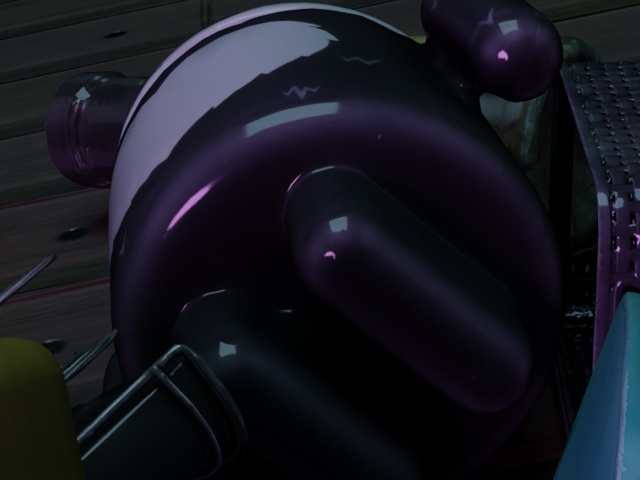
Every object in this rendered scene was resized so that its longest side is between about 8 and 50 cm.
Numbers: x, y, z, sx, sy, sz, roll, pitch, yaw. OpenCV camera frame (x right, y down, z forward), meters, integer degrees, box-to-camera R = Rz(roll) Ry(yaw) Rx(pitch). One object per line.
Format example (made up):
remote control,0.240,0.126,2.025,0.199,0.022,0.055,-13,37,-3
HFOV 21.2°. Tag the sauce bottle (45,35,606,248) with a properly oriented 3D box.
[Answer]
sauce bottle,-0.007,-0.058,0.933,0.344,0.111,0.111,6,28,39

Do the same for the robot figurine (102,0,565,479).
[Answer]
robot figurine,-0.003,0.000,0.692,0.209,0.174,0.278,-12,21,-2

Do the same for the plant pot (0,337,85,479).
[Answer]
plant pot,-0.152,0.125,0.438,0.212,0.212,0.187,-6,13,17

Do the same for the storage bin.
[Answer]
storage bin,0.134,0.010,0.645,0.084,0.122,0.180,0,22,2

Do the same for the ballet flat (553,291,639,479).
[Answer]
ballet flat,0.092,0.151,0.367,0.147,0.147,0.409,-5,25,19

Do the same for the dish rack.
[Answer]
dish rack,-0.166,0.005,0.597,0.074,0.271,0.208,-43,7,-31
